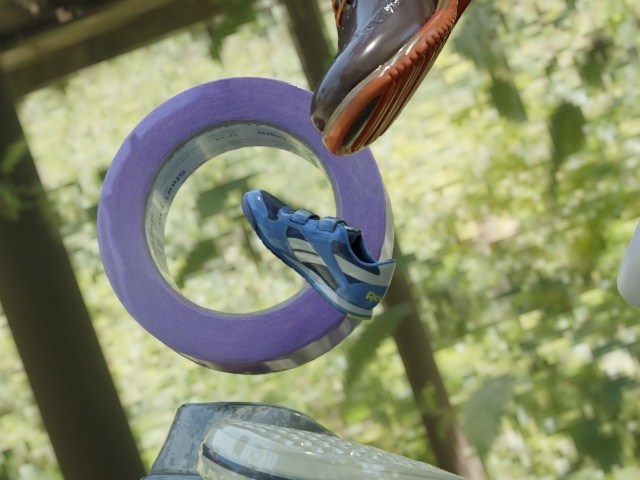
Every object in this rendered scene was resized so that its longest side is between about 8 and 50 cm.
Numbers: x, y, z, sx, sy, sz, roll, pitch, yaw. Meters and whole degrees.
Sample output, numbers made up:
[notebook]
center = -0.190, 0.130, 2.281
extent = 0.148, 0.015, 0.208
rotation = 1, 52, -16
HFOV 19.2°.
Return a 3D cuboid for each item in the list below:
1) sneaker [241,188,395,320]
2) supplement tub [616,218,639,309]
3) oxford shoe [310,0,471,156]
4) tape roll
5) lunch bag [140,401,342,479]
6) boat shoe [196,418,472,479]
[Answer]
[sneaker]
center = 0.000, 0.000, 1.519
extent = 0.059, 0.144, 0.053
rotation = -54, -11, 19
[supplement tub]
center = 0.441, 0.003, 1.581
extent = 0.331, 0.241, 0.241
rotation = 24, 9, 10
[oxford shoe]
center = 0.033, -0.143, 1.199
extent = 0.097, 0.098, 0.271
rotation = -56, 1, 36
[tape roll]
center = -0.069, -0.013, 1.805
extent = 0.275, 0.275, 0.090
rotation = -20, -13, 2
[lunch bag]
center = -0.039, 0.329, 1.779
extent = 0.212, 0.305, 0.256
rotation = -1, 55, 46
[boat shoe]
center = 0.026, 0.234, 1.224
extent = 0.187, 0.156, 0.500
rotation = 13, -19, 14
